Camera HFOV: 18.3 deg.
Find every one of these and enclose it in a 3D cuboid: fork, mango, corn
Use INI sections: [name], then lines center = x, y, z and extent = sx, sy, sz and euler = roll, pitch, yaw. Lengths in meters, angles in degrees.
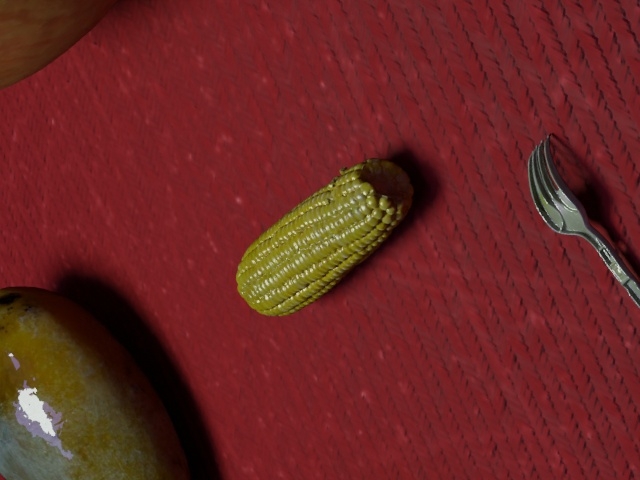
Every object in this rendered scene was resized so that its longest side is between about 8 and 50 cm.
[fork]
center = 0.199, 0.027, 1.317
extent = 0.219, 0.028, 0.034
euler = 56, 136, 11
[mango]
center = -0.208, 0.182, 1.758
extent = 0.316, 0.146, 0.193
euler = 59, 148, -2
[corn]
center = 0.000, 0.000, 1.493
extent = 0.067, 0.067, 0.206
euler = 59, 140, 8

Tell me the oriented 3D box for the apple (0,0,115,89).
[apple]
center = -0.315, -0.287, 1.481
extent = 0.391, 0.346, 0.391
euler = 19, 122, 34
